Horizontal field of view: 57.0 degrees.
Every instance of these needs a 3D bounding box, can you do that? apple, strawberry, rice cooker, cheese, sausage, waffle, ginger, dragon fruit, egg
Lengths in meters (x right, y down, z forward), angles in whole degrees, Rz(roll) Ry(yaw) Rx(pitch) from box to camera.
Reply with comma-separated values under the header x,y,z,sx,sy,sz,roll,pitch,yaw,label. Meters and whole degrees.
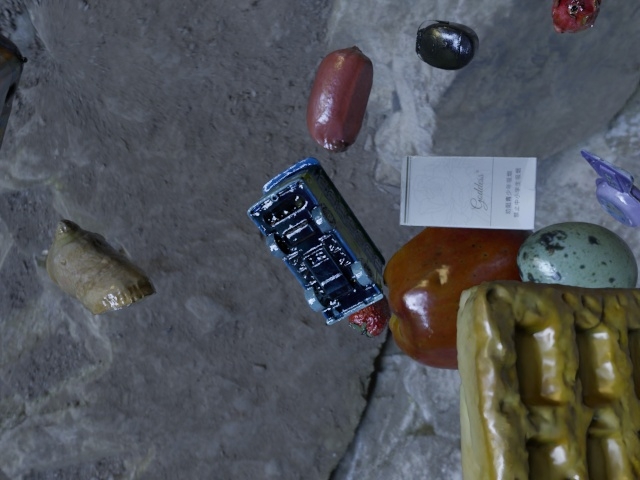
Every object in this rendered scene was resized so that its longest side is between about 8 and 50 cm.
x,y,z,sx,sy,sz,roll,pitch,yaw,label
0.315,0.111,1.262,0.365,0.295,0.328,-17,78,-11,apple
0.167,0.240,1.924,0.131,0.131,0.148,31,94,-29,strawberry
0.389,-0.603,1.817,0.118,0.203,0.142,-34,141,-42,rice cooker
0.461,-0.073,0.910,0.042,0.105,0.191,-46,133,5,cheese
0.043,-0.340,1.407,0.148,0.148,0.254,16,101,-28,sausage
0.213,0.118,0.443,0.274,0.057,0.168,4,76,-28,waffle
-0.437,0.063,1.144,0.126,0.354,0.190,-27,125,-40,ginger
0.695,-0.632,1.619,0.136,0.166,0.133,48,124,4,dragon fruit
0.453,0.051,1.054,0.228,0.177,0.177,15,100,-24,egg

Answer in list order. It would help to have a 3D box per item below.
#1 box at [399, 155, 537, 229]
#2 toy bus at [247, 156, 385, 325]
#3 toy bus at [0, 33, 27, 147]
x,y,z,sx,sy,sz,roll,pitch,yaw,label
0.221,-0.073,0.890,0.198,0.029,0.109,2,88,12,box
0.000,0.000,1.258,0.152,0.190,0.312,-30,107,20,toy bus
-0.606,-0.152,0.905,0.171,0.162,0.386,30,124,-10,toy bus
